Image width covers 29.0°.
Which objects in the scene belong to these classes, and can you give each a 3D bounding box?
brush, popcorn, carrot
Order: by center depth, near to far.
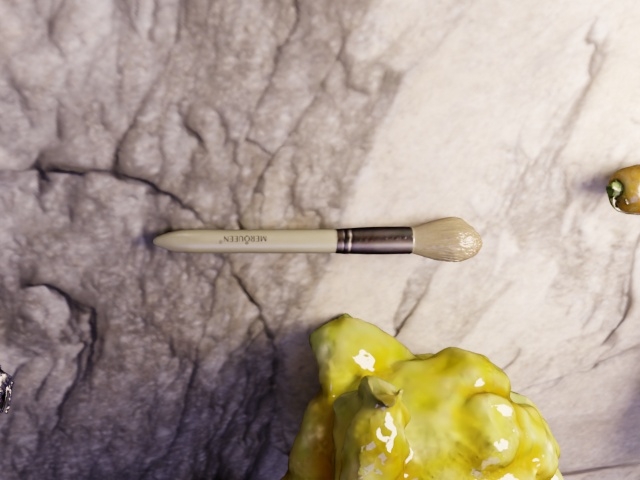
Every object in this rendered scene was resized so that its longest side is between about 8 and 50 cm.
[{"bbox_3d":[0.000,0.000,1.116,0.299,0.042,0.039,0,135,-7],"label":"brush"},{"bbox_3d":[0.375,-0.047,1.139,0.254,0.049,0.049,-1,135,-17],"label":"carrot"},{"bbox_3d":[0.100,0.240,1.203,0.279,0.274,0.335,5,133,-20],"label":"popcorn"}]

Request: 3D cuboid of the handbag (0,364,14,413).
[{"bbox_3d":[-0.396,0.107,1.068,0.229,0.126,0.208,-12,142,0],"label":"handbag"}]
